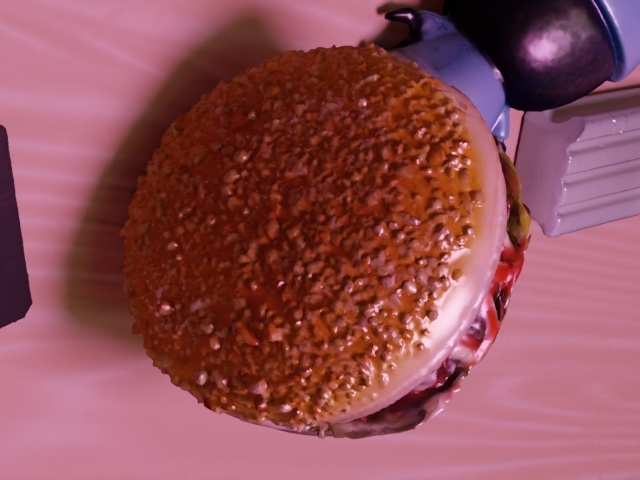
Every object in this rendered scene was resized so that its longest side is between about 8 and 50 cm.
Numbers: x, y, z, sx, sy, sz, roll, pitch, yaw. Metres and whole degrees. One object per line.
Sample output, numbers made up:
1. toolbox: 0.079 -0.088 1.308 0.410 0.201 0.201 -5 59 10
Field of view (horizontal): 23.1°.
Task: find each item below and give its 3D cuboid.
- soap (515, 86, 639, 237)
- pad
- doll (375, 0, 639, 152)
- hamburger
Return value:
1. soap: 0.276 -0.080 1.527 0.198 0.066 0.119 -13 118 -42
2. pad: -0.253 0.005 1.071 0.112 0.003 0.157 -25 127 -35
3. doll: 0.169 -0.180 1.312 0.314 0.141 0.177 -38 104 -10
4. hamburger: 0.000 0.000 1.118 0.302 0.302 0.170 -57 156 -7
